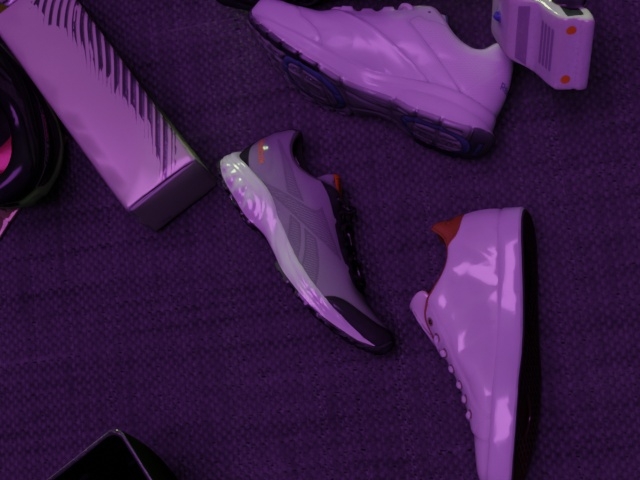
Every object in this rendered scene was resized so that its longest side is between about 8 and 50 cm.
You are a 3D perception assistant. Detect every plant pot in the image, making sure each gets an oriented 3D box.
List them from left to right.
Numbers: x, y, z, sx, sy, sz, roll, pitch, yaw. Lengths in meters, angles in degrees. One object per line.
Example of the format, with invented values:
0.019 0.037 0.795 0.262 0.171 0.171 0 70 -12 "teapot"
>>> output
-0.196 0.319 1.513 0.188 0.167 0.187 -38 75 8 "plant pot"

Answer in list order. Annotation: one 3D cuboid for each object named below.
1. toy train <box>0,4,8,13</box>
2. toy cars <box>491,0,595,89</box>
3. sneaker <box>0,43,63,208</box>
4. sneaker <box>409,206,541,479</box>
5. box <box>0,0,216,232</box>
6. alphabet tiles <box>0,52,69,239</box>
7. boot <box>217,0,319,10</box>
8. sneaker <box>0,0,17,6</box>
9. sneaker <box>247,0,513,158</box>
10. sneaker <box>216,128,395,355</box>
-0.401 -0.255 1.694 0.143 0.105 0.248 8 84 3 "toy train"
0.182 -0.324 1.486 0.087 0.176 0.393 -8 79 -10 "toy cars"
-0.449 -0.222 1.546 0.483 0.202 0.185 43 93 -14 "sneaker"
0.153 0.112 1.485 0.123 0.106 0.290 -4 70 19 "sneaker"
-0.234 -0.149 1.616 0.094 0.113 0.275 -38 76 0 "box"
-0.405 -0.105 1.714 0.198 0.009 0.237 35 92 18 "alphabet tiles"
0.024 -0.490 1.523 0.367 0.146 0.445 -7 77 43 "boot"
-0.385 -0.355 1.616 0.095 0.104 0.236 -45 115 -8 "sneaker"
0.064 -0.192 1.560 0.297 0.111 0.129 24 76 12 "sneaker"
0.000 0.000 1.541 0.108 0.100 0.271 -34 75 3 "sneaker"
